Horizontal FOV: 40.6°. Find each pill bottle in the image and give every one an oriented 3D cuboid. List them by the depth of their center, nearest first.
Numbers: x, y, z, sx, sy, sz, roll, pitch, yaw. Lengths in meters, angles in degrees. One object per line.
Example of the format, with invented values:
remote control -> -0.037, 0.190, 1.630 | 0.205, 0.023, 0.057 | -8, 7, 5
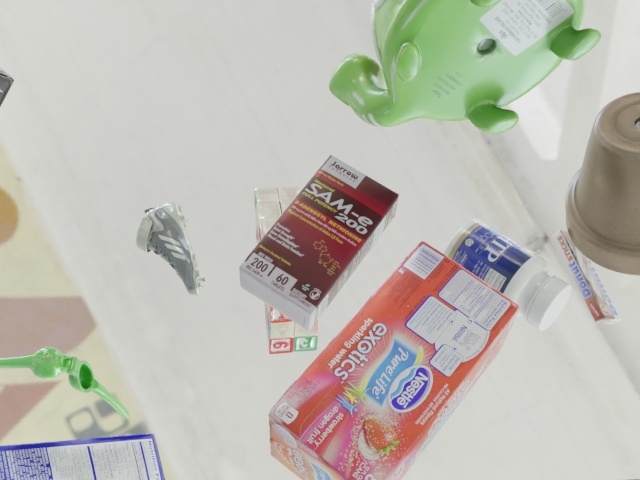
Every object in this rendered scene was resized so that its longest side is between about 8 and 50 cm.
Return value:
pill bottle -> 0.292, 0.057, 1.364 | 0.186, 0.112, 0.112 | 35, -48, 28

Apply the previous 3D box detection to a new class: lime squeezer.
lime squeezer -> -0.444, 0.239, 1.484 | 0.110, 0.310, 0.059 | -51, -148, 23

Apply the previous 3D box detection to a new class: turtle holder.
turtle holder -> 0.173, -0.271, 1.103 | 0.320, 0.243, 0.227 | 116, -31, -44

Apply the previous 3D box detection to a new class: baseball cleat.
baseball cleat -> -0.291, 0.025, 1.660 | 0.072, 0.109, 0.206 | 89, -17, -59

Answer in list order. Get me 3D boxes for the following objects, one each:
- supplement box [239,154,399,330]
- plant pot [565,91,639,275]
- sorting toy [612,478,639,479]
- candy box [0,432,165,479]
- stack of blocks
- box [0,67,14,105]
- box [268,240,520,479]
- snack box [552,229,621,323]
supplement box -> 0.000, 0.000, 1.291 | 0.130, 0.239, 0.073 | 31, -26, 13
plant pot -> 0.527, -0.109, 1.410 | 0.263, 0.263, 0.229 | 29, -24, 36
sorting toy -> 0.334, 0.426, 1.027 | 0.255, 0.257, 0.089 | -12, -42, 26
candy box -> -0.430, 0.376, 1.266 | 0.268, 0.317, 0.122 | -25, -111, 30
stack of blocks -> -0.062, 0.032, 1.545 | 0.297, 0.087, 0.171 | -101, -169, -46
box -> -0.478, -0.135, 1.008 | 0.183, 0.056, 0.231 | 35, -81, 27
box -> 0.074, 0.144, 0.884 | 0.128, 0.257, 0.123 | 35, -27, 19
snack box -> 0.467, 0.064, 1.523 | 0.022, 0.064, 0.178 | -39, -121, 34
